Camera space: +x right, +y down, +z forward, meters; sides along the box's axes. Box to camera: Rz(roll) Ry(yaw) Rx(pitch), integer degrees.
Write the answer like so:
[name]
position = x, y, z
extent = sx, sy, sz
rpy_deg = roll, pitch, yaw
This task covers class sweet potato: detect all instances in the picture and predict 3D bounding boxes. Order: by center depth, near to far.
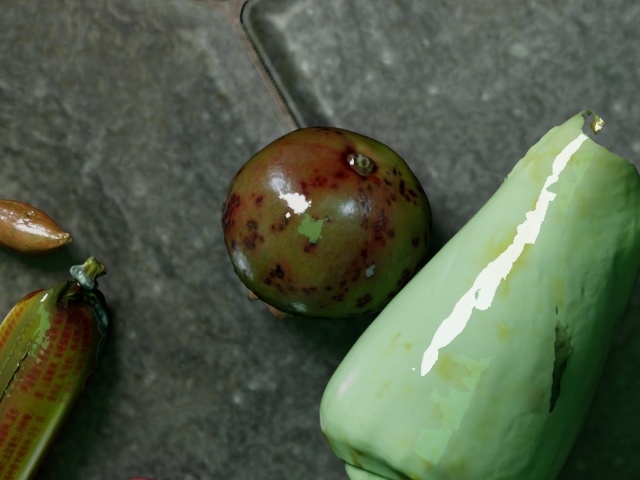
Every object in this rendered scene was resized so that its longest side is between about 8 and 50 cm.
[sweet potato]
position = -0.201, -0.010, 1.019
extent = 0.095, 0.034, 0.034
rpy_deg = 20, 100, 21

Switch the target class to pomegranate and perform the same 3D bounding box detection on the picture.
[pomegranate]
position = 0.003, -0.003, 0.927
extent = 0.130, 0.130, 0.130
rpy_deg = 1, 96, 13

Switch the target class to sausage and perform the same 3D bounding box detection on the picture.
[sausage]
position = -0.234, 0.167, 1.025
extent = 0.082, 0.082, 0.371
rpy_deg = 33, 101, 8

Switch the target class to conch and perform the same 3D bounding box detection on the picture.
[conch]
position = 0.108, 0.063, 0.901
extent = 0.143, 0.137, 0.250
rpy_deg = 41, 84, -7

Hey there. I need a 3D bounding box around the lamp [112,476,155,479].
[lamp]
position = -0.119, 0.199, 0.989
extent = 0.108, 0.092, 0.107
rpy_deg = -3, 126, -4
